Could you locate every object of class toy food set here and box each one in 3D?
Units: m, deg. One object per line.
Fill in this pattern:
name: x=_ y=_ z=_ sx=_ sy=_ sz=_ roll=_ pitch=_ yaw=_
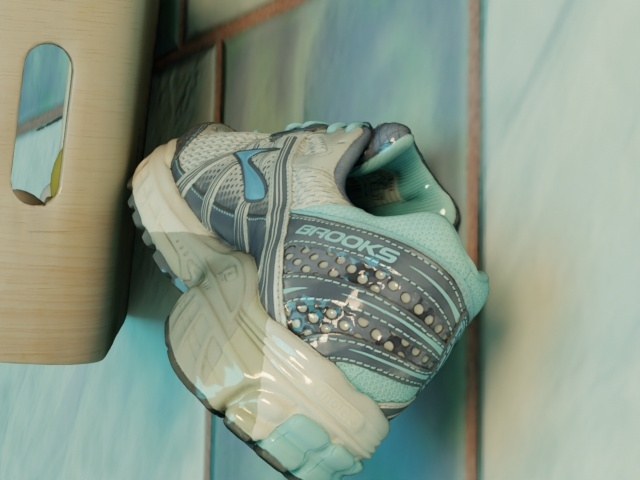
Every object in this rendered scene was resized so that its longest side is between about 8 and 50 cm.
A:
toy food set: x=-0.146 y=-0.059 z=0.762 sx=0.306 sy=0.092 sz=0.220 roll=-153 pitch=70 yaw=-84

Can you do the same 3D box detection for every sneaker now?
sneaker: x=0.000 y=0.000 z=0.605 sx=0.122 sy=0.110 sz=0.283 roll=-42 pitch=26 yaw=5
